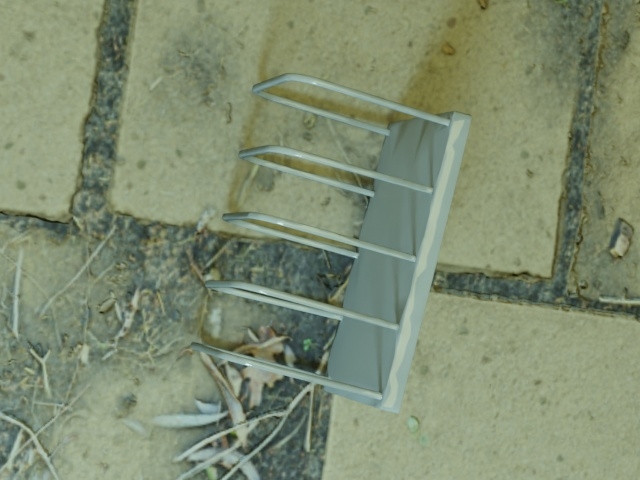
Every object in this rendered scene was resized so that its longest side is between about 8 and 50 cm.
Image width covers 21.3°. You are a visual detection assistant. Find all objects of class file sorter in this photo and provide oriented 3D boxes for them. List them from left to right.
[{"bbox_3d":[0.000,0.000,1.593,0.173,0.193,0.278,15,86,-15],"label":"file sorter"}]
